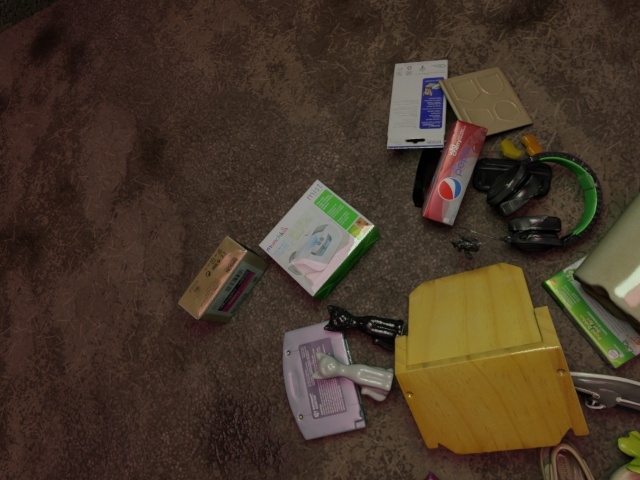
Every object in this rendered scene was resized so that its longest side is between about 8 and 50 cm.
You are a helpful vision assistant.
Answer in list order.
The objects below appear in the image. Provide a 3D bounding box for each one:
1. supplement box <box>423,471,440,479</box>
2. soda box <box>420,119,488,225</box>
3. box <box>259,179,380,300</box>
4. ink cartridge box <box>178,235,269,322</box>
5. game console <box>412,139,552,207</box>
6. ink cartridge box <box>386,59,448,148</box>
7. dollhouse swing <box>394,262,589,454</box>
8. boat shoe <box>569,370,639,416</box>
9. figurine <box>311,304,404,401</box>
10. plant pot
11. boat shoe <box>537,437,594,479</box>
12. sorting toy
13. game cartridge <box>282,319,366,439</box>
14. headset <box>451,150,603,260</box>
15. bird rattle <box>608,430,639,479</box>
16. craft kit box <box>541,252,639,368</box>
[{"bbox_3d":[0.233,0.679,1.026,0.114,0.111,0.220,37,87,21],"label":"supplement box"},{"bbox_3d":[0.351,-0.178,1.167,0.084,0.092,0.263,18,100,4],"label":"soda box"},{"bbox_3d":[0.000,0.000,1.280,0.231,0.127,0.262,42,90,20],"label":"box"},{"bbox_3d":[-0.275,0.122,1.284,0.088,0.193,0.234,34,86,19],"label":"ink cartridge box"},{"bbox_3d":[0.454,-0.176,1.243,0.361,0.044,0.213,9,78,20],"label":"game console"},{"bbox_3d":[0.294,-0.394,1.313,0.166,0.065,0.332,3,65,16],"label":"ink cartridge box"},{"bbox_3d":[0.394,0.276,1.072,0.347,0.305,0.315,-19,104,23],"label":"dollhouse swing"},{"bbox_3d":[0.696,0.365,0.985,0.335,0.112,0.095,7,72,14],"label":"boat shoe"},{"bbox_3d":[0.094,0.290,1.155,0.210,0.092,0.214,13,69,8],"label":"figurine"},{"bbox_3d":[0.736,0.041,0.923,0.305,0.334,0.334,-48,68,12],"label":"plant pot"},{"bbox_3d":[0.565,0.616,0.950,0.122,0.110,0.341,-18,71,10],"label":"boat shoe"},{"bbox_3d":[0.489,-0.353,1.250,0.229,0.041,0.307,-15,71,-15],"label":"sorting toy"},{"bbox_3d":[-0.001,0.381,1.210,0.196,0.060,0.294,-16,71,8],"label":"game cartridge"},{"bbox_3d":[0.516,-0.071,1.095,0.394,0.185,0.243,-26,88,3],"label":"headset"},{"bbox_3d":[0.735,0.554,0.940,0.207,0.143,0.253,-43,81,13],"label":"bird rattle"},{"bbox_3d":[0.732,0.139,1.070,0.247,0.061,0.249,-32,68,2],"label":"craft kit box"}]
